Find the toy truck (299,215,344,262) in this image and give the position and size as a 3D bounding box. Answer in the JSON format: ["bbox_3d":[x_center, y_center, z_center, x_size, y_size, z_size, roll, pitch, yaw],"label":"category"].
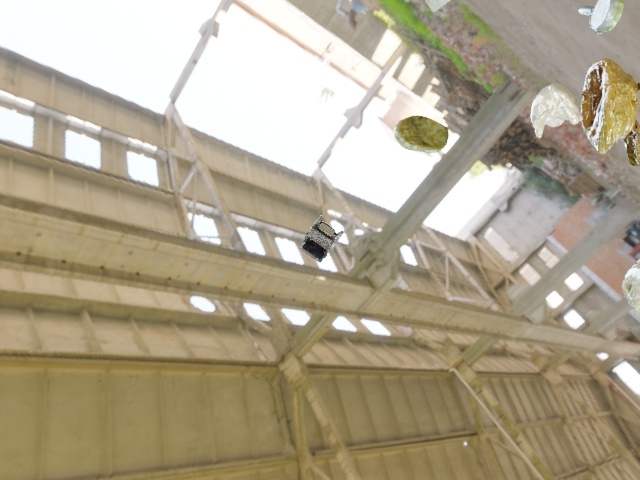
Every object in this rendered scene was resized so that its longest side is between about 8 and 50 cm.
[{"bbox_3d":[0.000,0.000,1.348,0.083,0.092,0.192,35,167,2],"label":"toy truck"}]

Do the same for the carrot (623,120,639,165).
[{"bbox_3d":[1.301,-0.403,2.015,0.228,0.069,0.069,52,-170,-36],"label":"carrot"}]

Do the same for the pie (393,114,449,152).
[{"bbox_3d":[0.335,-0.350,1.608,0.187,0.041,0.186,1,-131,-1],"label":"pie"}]

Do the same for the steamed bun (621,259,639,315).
[{"bbox_3d":[1.042,0.137,1.412,0.275,0.206,0.320,18,178,35],"label":"steamed bun"}]

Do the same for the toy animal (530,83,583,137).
[{"bbox_3d":[0.744,-0.410,1.540,0.282,0.141,0.138,-12,-92,-64],"label":"toy animal"}]

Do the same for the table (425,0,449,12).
[{"bbox_3d":[0.488,-0.996,1.816,0.121,0.240,0.111,-2,-116,-62],"label":"table"}]

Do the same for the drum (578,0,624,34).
[{"bbox_3d":[0.959,-0.805,1.662,0.049,0.130,0.253,9,-136,-1],"label":"drum"}]

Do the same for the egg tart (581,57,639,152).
[{"bbox_3d":[1.057,-0.484,1.759,0.339,0.153,0.351,-51,-48,-65],"label":"egg tart"}]
